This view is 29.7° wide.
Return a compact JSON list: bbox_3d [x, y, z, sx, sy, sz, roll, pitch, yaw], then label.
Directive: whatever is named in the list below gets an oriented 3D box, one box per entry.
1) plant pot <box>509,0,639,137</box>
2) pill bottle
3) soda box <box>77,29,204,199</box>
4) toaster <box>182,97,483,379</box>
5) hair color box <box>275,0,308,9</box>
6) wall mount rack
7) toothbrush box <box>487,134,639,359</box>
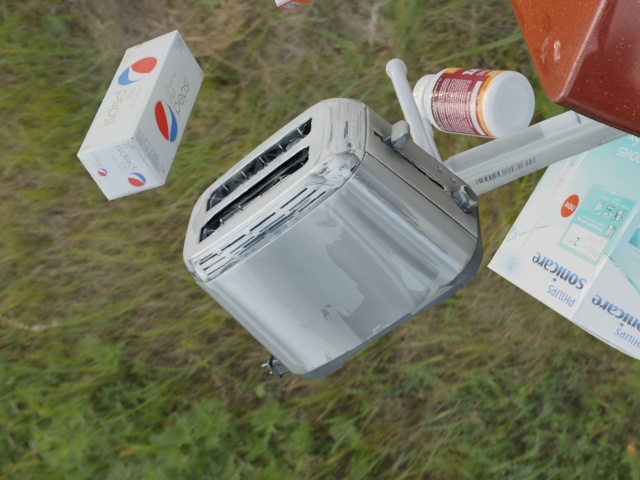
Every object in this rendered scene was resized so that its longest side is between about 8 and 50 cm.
[{"bbox_3d":[0.219,-0.186,0.577,0.236,0.267,0.267,-3,144,-13],"label":"plant pot"},{"bbox_3d":[0.190,-0.176,1.535,0.152,0.086,0.086,14,111,50],"label":"pill bottle"},{"bbox_3d":[-0.196,-0.144,1.350,0.074,0.216,0.069,-15,126,22],"label":"soda box"},{"bbox_3d":[0.000,0.000,0.908,0.227,0.129,0.146,-35,116,26],"label":"toaster"},{"bbox_3d":[0.007,-0.320,1.351,0.141,0.043,0.072,-20,88,21],"label":"hair color box"},{"bbox_3d":[0.192,-0.127,1.126,0.350,0.304,0.130,-21,79,8],"label":"wall mount rack"},{"bbox_3d":[0.362,-0.037,1.433,0.126,0.216,0.295,28,96,-24],"label":"toothbrush box"}]
